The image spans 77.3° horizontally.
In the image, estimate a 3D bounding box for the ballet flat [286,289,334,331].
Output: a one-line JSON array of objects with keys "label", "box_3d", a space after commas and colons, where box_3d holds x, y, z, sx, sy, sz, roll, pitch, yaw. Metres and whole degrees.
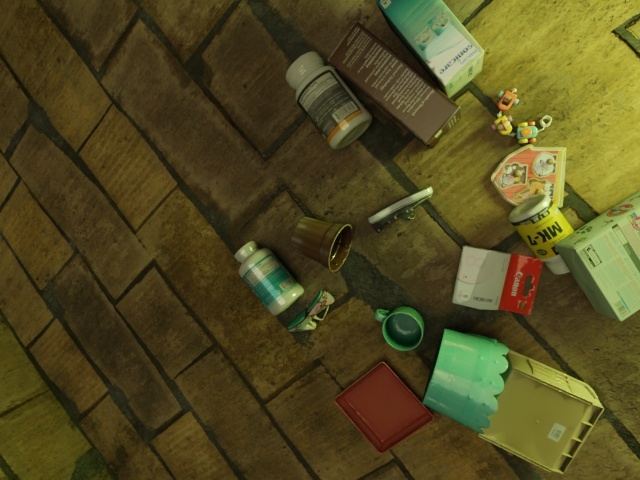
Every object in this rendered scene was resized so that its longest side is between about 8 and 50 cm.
[{"label": "ballet flat", "box_3d": [-0.030, 0.273, 1.453, 0.079, 0.077, 0.221, 38, 110, -10]}]

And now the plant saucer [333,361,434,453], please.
[{"label": "plant saucer", "box_3d": [0.222, 0.587, 1.422, 0.258, 0.048, 0.259, 47, 110, 7]}]

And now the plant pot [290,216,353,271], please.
[{"label": "plant pot", "box_3d": [0.000, 0.000, 1.352, 0.165, 0.167, 0.166, 21, 105, 24]}]

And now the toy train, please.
[{"label": "toy train", "box_3d": [0.565, -0.352, 1.143, 0.166, 0.046, 0.125, 37, 109, 11]}]

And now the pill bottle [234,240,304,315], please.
[{"label": "pill bottle", "box_3d": [-0.193, 0.129, 1.441, 0.146, 0.146, 0.264, -43, 83, 21]}]

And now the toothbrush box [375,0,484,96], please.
[{"label": "toothbrush box", "box_3d": [0.309, -0.561, 1.109, 0.126, 0.216, 0.295, -40, 86, 21]}]

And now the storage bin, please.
[{"label": "storage bin", "box_3d": [0.651, 0.519, 1.218, 0.261, 0.123, 0.262, 23, 106, 14]}]

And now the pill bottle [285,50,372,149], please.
[{"label": "pill bottle", "box_3d": [0.023, -0.440, 1.261, 0.162, 0.162, 0.278, -38, 84, 21]}]

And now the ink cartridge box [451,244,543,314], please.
[{"label": "ink cartridge box", "box_3d": [0.539, 0.124, 1.229, 0.233, 0.066, 0.188, 12, 103, 22]}]

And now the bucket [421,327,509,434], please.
[{"label": "bucket", "box_3d": [0.428, 0.407, 1.205, 0.183, 0.281, 0.281, 18, 104, 18]}]

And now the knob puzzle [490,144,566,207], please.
[{"label": "knob puzzle", "box_3d": [0.602, -0.182, 1.167, 0.213, 0.030, 0.213, 4, 101, 19]}]

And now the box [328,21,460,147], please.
[{"label": "box", "box_3d": [0.222, -0.443, 1.173, 0.381, 0.191, 0.143, 45, 110, 7]}]

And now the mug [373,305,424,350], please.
[{"label": "mug", "box_3d": [0.270, 0.273, 1.325, 0.130, 0.097, 0.157, -32, 87, 22]}]

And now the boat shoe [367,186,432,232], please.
[{"label": "boat shoe", "box_3d": [0.262, -0.092, 1.280, 0.229, 0.080, 0.076, -28, 95, 23]}]

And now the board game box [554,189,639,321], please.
[{"label": "board game box", "box_3d": [0.808, 0.025, 1.027, 0.303, 0.097, 0.224, -33, 95, 2]}]

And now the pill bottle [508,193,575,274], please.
[{"label": "pill bottle", "box_3d": [0.641, -0.016, 1.128, 0.119, 0.119, 0.208, -37, 94, 21]}]
